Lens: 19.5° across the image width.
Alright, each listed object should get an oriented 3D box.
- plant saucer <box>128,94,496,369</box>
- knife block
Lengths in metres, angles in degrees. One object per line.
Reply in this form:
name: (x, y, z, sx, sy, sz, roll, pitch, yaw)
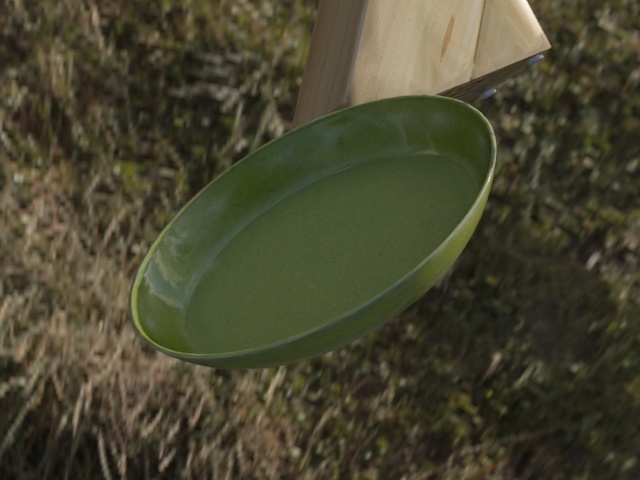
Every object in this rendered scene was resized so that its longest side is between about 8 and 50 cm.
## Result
plant saucer: (0.000, 0.000, 1.104, 0.241, 0.241, 0.037, -46, 121, -26)
knife block: (0.051, -0.211, 1.393, 0.275, 0.088, 0.242, -25, 83, -36)
